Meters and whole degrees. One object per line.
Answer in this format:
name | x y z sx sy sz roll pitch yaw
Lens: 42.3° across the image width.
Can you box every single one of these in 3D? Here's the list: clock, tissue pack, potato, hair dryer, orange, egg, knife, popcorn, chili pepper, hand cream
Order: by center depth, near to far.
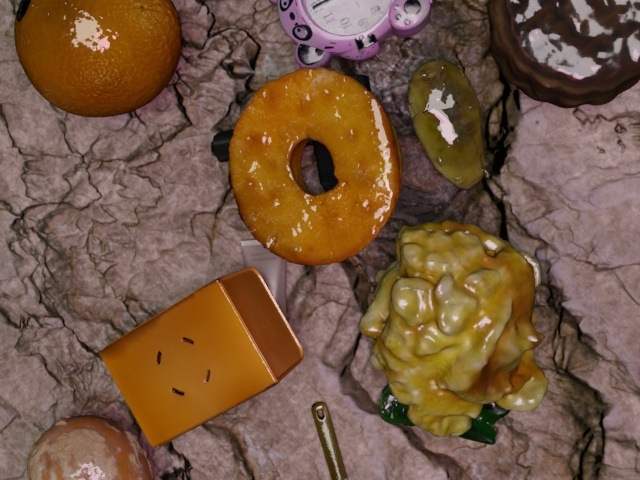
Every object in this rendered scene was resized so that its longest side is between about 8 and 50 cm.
popcorn | 0.204 0.124 1.304 0.274 0.336 0.279 -7 48 9
orange | -0.367 -0.334 1.374 0.274 0.274 0.274 0 92 8
potato | 0.215 -0.192 1.385 0.117 0.090 0.226 -20 96 2
tissue pack | -0.195 0.195 1.394 0.274 0.145 0.194 -30 86 24
clock | 0.042 -0.416 1.403 0.247 0.090 0.228 -26 88 9
chili pepper | 0.213 0.287 1.415 0.224 0.061 0.098 8 86 9
hair dryer | -0.043 -0.135 1.426 0.302 0.116 0.244 -8 91 19
egg | -0.393 0.414 1.431 0.203 0.203 0.245 -44 92 7
hand cream | -0.092 0.089 1.457 0.087 0.054 0.186 -5 86 9
knife | 0.053 0.448 1.458 0.061 0.027 0.343 -15 90 4

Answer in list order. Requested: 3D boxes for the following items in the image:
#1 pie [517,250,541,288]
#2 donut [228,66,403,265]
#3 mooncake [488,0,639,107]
pie | 0.336 0.058 1.411 0.084 0.020 0.085 0 92 5
donut | 0.003 -0.114 1.300 0.302 0.110 0.303 2 95 24
mooncake | 0.409 -0.358 1.318 0.290 0.161 0.291 0 91 9
